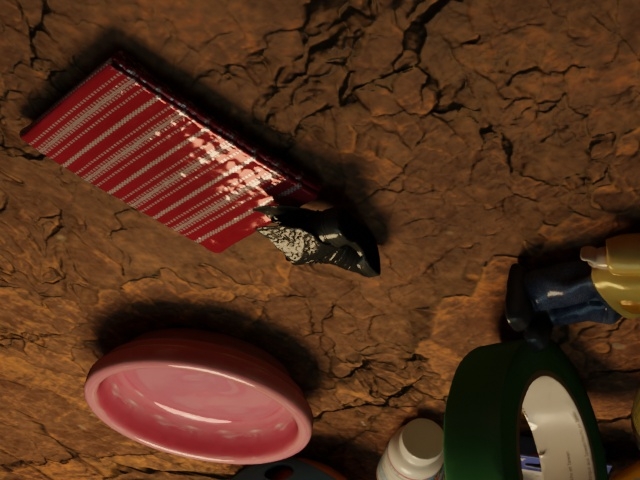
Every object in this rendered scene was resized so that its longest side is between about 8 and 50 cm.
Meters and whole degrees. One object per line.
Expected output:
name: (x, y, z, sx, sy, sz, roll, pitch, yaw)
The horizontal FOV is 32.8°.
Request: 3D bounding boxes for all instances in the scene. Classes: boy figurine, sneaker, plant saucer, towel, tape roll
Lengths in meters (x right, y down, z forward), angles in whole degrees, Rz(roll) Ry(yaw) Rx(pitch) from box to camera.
boy figurine: (0.353, 0.058, 1.176, 0.285, 0.092, 0.177, -9, 140, 32)
sneaker: (0.000, 0.002, 1.199, 0.089, 0.051, 0.170, -13, 153, 19)
plant saucer: (-0.171, 0.222, 1.573, 0.332, 0.084, 0.332, 7, 146, 5)
towel: (-0.157, -0.083, 1.157, 0.275, 0.031, 0.199, 32, 141, -29)
tape roll: (0.258, 0.281, 1.326, 0.077, 0.321, 0.321, -15, 139, 33)

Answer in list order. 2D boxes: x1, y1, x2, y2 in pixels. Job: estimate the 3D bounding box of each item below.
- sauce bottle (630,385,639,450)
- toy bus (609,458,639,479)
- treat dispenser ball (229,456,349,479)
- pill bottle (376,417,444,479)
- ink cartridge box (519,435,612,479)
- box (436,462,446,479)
sauce bottle: (0.439, 0.209, 1.330, 0.111, 0.111, 0.344, 2, 161, 12)
toy bus: (0.390, 0.449, 1.568, 0.333, 0.130, 0.108, -35, 150, 7)
treat dispenser ball: (-0.050, 0.497, 1.767, 0.288, 0.288, 0.288, 7, 147, 5)
pill bottle: (0.139, 0.331, 1.647, 0.087, 0.087, 0.160, 12, 146, -2)
ink cartridge box: (0.327, 0.371, 1.680, 0.186, 0.065, 0.311, 8, 150, 4)
box: (0.205, 0.370, 1.665, 0.036, 0.114, 0.207, 9, 146, 3)
